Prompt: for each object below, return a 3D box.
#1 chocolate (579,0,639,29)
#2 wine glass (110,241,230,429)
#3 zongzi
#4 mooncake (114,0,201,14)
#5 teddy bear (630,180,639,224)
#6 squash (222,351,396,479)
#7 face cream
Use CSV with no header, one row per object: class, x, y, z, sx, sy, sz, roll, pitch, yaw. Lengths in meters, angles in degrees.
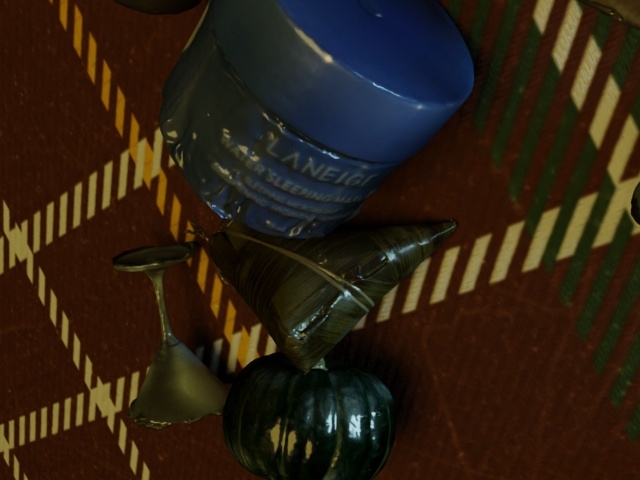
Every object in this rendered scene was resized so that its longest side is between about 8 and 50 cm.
chocolate,0.300,-0.296,0.632,0.161,0.083,0.261,45,128,32
wine glass,-0.213,0.126,1.114,0.156,0.156,0.232,1,106,33
zongzi,0.000,0.000,0.958,0.248,0.241,0.111,44,169,40
mooncake,-0.167,-0.356,0.829,0.133,0.245,0.245,30,123,19
teddy bear,0.320,-0.068,0.630,0.144,0.251,0.171,-18,84,36
squash,-0.013,0.218,0.974,0.218,0.172,0.218,20,163,7
face cream,-0.011,-0.152,0.796,0.249,0.249,0.225,49,131,8
